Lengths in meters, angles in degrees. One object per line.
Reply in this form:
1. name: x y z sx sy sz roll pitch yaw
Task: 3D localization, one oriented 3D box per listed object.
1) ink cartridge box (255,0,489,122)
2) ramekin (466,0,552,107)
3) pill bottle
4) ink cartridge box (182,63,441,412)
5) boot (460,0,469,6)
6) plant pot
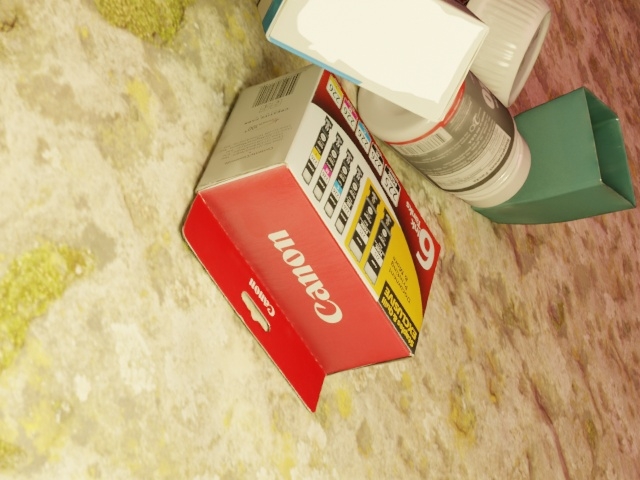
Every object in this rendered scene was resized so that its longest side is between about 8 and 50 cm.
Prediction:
1. ink cartridge box: 0.049 -0.277 1.565 0.223 0.129 0.307 24 16 -14
2. ramekin: 0.275 -0.302 2.037 0.207 0.109 0.207 -59 166 -25
3. pill bottle: 0.191 -0.165 1.936 0.283 0.161 0.161 34 47 -50
4. ink cartridge box: 0.000 0.000 1.536 0.309 0.130 0.272 56 34 -30
5. boot: 0.229 -0.454 2.105 0.244 0.088 0.176 69 10 -65
6. plant pot: 0.364 -0.117 2.144 0.165 0.234 0.165 22 56 -55
